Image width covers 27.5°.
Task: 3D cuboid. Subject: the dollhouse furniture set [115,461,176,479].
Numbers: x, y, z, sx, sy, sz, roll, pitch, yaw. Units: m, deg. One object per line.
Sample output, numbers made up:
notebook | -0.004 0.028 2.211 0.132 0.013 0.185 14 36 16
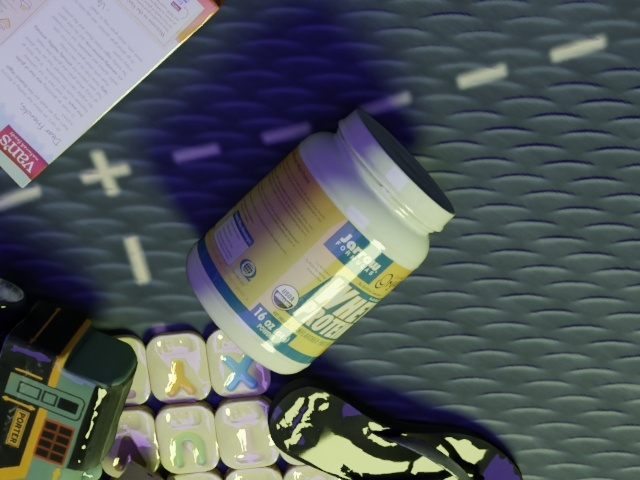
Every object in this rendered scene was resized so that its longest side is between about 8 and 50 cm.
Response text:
dollhouse furniture set | -0.182 0.327 1.194 0.101 0.161 0.182 28 132 15

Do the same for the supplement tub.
supplement tub | 0.000 0.000 1.106 0.199 0.144 0.144 -43 102 13

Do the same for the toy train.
toy train | -0.292 0.199 1.166 0.190 0.142 0.334 21 106 0

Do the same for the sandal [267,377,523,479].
sandal | 0.069 0.208 1.203 0.254 0.054 0.097 20 103 -14

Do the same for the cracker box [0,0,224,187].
cracker box | -0.217 -0.179 1.095 0.232 0.067 0.156 -40 102 11

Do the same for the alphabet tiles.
alphabet tiles | -0.121 0.217 1.239 0.284 0.021 0.278 -5 107 2
